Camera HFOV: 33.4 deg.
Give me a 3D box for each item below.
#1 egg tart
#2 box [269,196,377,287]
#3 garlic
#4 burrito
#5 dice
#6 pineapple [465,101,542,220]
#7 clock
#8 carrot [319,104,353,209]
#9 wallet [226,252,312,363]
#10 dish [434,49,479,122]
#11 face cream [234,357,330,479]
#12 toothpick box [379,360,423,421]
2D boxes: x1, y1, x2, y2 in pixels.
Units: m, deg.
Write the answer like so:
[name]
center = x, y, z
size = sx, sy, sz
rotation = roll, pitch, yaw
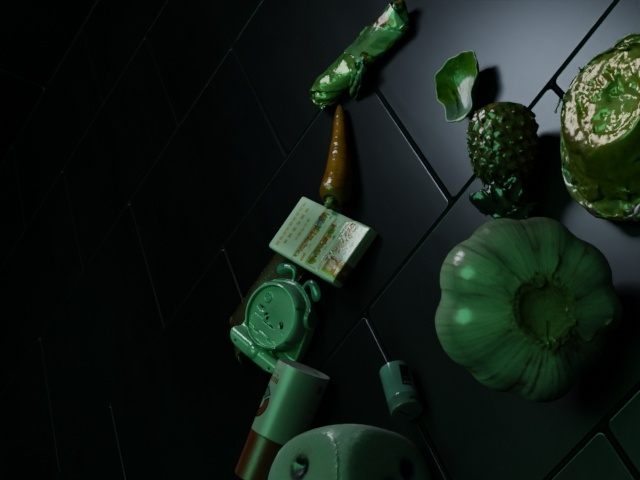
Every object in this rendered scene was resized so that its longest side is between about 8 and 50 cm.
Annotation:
[egg tart]
center = 0.416, -0.169, 1.430
size = 0.295, 0.116, 0.294
rotation = -30, 48, 40
[box]
center = 0.001, 0.000, 1.955
size = 0.122, 0.032, 0.220
rotation = -55, 38, -6
[garlic]
center = 0.260, 0.078, 1.440
size = 0.253, 0.245, 0.245
rotation = -148, 81, -80
[burrito]
center = 0.078, -0.343, 2.060
size = 0.288, 0.054, 0.104
rotation = -40, 44, 33
[dice]
center = 0.041, 0.388, 1.570
size = 0.194, 0.193, 0.191
rotation = -28, 49, 42
[pineapple]
center = 0.277, -0.077, 1.589
size = 0.125, 0.125, 0.251
rotation = -18, 63, 49
[clock]
center = -0.077, 0.139, 1.954
size = 0.148, 0.060, 0.188
rotation = 33, 102, 37
[carrot]
center = 0.038, -0.160, 2.020
size = 0.061, 0.061, 0.256
rotation = -32, 38, 42
[wallet]
center = -0.097, 0.112, 2.061
size = 0.243, 0.039, 0.133
rotation = -55, 30, 20
[dish]
center = 0.240, -0.249, 1.789
size = 0.091, 0.039, 0.137
rotation = -27, 52, 38
[face cream]
center = -0.067, 0.320, 1.846
size = 0.096, 0.096, 0.214
rotation = 23, 91, 57
[toothpick box]
center = 0.125, 0.235, 1.664
size = 0.052, 0.052, 0.083
rotation = -47, 38, 28
